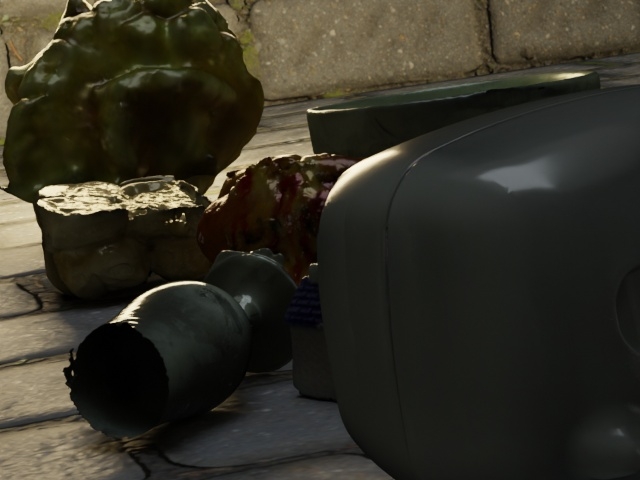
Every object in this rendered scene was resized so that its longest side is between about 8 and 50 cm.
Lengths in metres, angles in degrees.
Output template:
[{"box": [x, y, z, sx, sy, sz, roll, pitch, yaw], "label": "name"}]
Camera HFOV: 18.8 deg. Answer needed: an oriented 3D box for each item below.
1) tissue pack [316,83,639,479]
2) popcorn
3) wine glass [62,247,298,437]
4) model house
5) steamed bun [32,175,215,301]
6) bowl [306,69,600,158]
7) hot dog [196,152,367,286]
[{"box": [0.183, 0.028, 1.087, 0.333, 0.229, 0.236, -11, 8, -27], "label": "tissue pack"}, {"box": [-0.234, -0.153, 2.329, 0.335, 0.274, 0.279, -49, -2, -5], "label": "popcorn"}, {"box": [-0.093, 0.074, 1.401, 0.103, 0.103, 0.222, -2, 10, 24], "label": "wine glass"}, {"box": [0.034, 0.060, 1.402, 0.101, 0.100, 0.088, 2, 13, 44], "label": "model house"}, {"box": [-0.203, 0.000, 1.936, 0.177, 0.106, 0.192, -6, 17, -25], "label": "steamed bun"}, {"box": [0.146, -0.086, 2.017, 0.307, 0.163, 0.307, -7, 9, 1], "label": "bowl"}, {"box": [0.000, 0.000, 1.689, 0.257, 0.150, 0.153, -2, 0, 25], "label": "hot dog"}]
